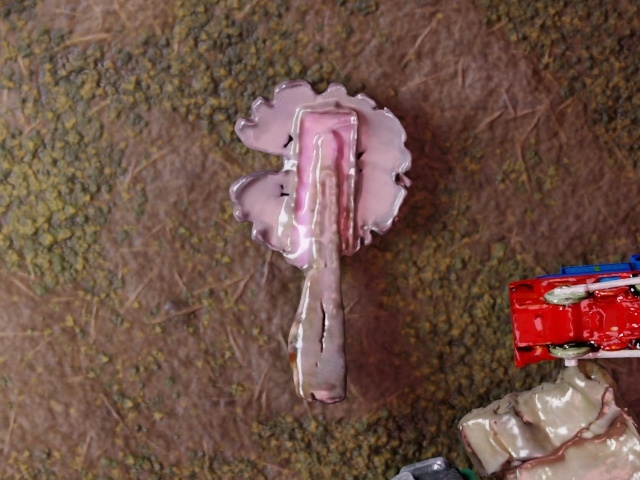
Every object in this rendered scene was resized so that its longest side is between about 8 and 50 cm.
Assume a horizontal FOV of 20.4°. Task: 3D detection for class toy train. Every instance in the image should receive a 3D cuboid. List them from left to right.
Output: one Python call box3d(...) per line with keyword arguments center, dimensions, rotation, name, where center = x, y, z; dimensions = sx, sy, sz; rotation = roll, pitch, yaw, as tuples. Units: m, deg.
box3d(center=(0.283, 0.064, 1.685), dimensions=(0.204, 0.131, 0.083), rotation=(-5, 102, 6), name="toy train")

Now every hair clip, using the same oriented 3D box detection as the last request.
box3d(center=(-0.001, 0.002, 1.673), dimensions=(0.173, 0.069, 0.300), rotation=(3, 85, -7), name="hair clip")

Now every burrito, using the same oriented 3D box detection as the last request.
box3d(center=(0.285, 0.275, 1.711), dimensions=(0.175, 0.107, 0.348), rotation=(-37, 93, 23), name="burrito")

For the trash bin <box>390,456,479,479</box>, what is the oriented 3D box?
box3d(center=(0.149, 0.423, 1.630), dimensions=(0.259, 0.295, 0.381), rotation=(-39, 105, 2), name="trash bin")
